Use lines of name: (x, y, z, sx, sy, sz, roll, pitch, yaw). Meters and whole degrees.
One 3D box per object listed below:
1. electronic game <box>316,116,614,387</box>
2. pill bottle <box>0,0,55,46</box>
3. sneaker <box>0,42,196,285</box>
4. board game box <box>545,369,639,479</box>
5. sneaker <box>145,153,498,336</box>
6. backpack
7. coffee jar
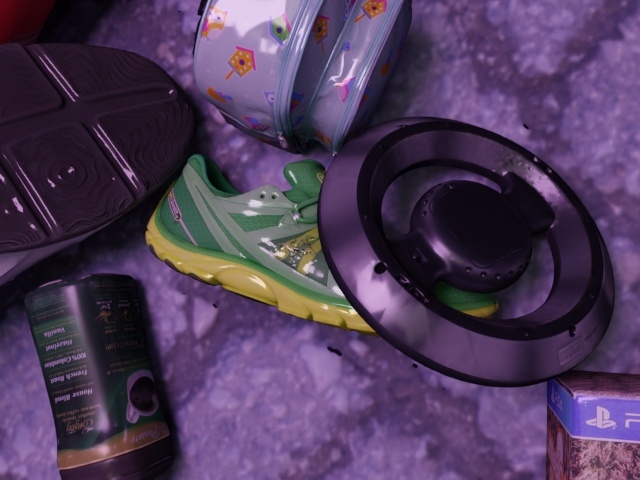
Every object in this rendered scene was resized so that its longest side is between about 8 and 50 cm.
electronic game: (0.109, -0.003, 0.499, 0.229, 0.048, 0.229, 9, 53, -13)
pill bottle: (-0.276, -0.314, 0.515, 0.229, 0.229, 0.407, 44, 115, 12)
sneaker: (-0.324, -0.003, 0.595, 0.448, 0.257, 0.169, -34, 87, -27)
board game box: (0.276, 0.242, 0.453, 0.232, 0.141, 0.290, 0, 86, 12)
sneaker: (0.000, 0.000, 0.549, 0.296, 0.109, 0.123, 17, 90, 12)
backpack: (-0.013, -0.154, 0.523, 0.145, 0.188, 0.165, 25, 90, 13)
coffee jar: (-0.187, 0.124, 0.586, 0.079, 0.096, 0.184, -17, 81, 13)
